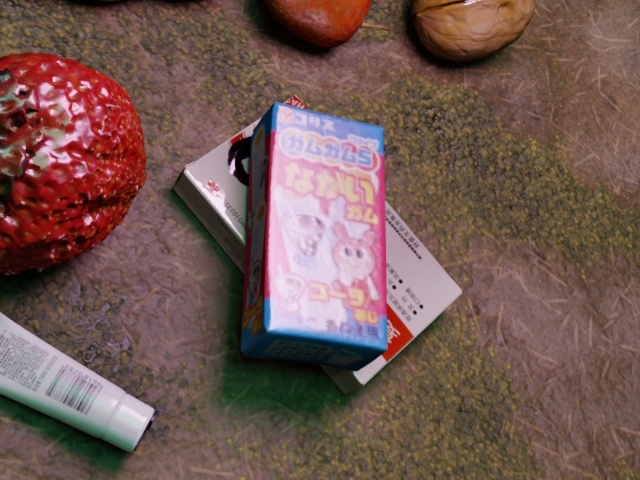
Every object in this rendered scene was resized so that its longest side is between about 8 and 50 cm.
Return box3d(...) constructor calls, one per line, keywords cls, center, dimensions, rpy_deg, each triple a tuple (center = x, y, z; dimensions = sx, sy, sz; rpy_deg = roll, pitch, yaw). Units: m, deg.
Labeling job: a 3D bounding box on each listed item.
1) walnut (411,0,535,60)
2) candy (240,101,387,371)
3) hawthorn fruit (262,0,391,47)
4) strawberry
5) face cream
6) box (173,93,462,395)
box3d(cls="walnut", center=(0.229, -0.358, 1.579), dimensions=(0.207, 0.167, 0.167), rpy_deg=(-20, 77, -28))
box3d(cls="candy", center=(-0.006, -0.006, 1.277), dimensions=(0.157, 0.100, 0.305), rpy_deg=(11, 63, -20))
box3d(cls="hawthorn fruit", center=(0.013, -0.341, 1.489), dimensions=(0.203, 0.163, 0.162), rpy_deg=(43, 57, -16))
box3d(cls="strawberry", center=(-0.324, -0.074, 1.161), dimensions=(0.288, 0.250, 0.238), rpy_deg=(23, 69, -56))
box3d(cls="face cream", center=(-0.302, 0.160, 1.168), dimensions=(0.244, 0.058, 0.092), rpy_deg=(30, 65, -4))
box3d(cls="box", center=(0.000, 0.000, 1.371), dimensions=(0.214, 0.069, 0.353), rpy_deg=(-39, 86, -32))
